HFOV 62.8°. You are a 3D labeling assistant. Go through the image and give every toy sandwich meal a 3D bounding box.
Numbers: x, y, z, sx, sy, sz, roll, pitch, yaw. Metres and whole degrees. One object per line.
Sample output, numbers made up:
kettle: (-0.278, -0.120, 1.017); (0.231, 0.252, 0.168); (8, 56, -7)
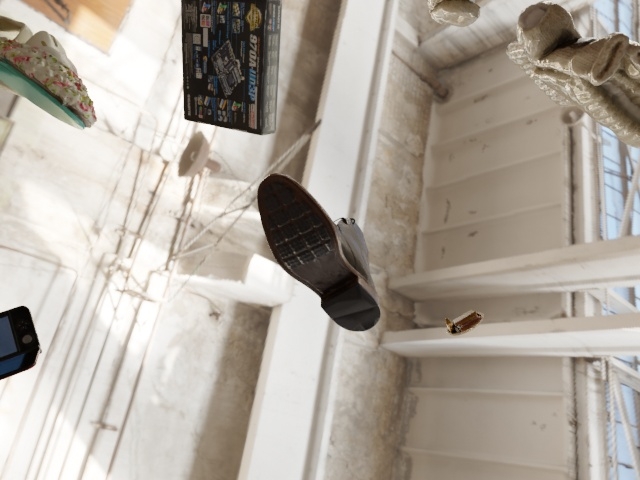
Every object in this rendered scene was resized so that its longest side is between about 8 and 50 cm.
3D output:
toy sandwich meal: (0.270, 0.151, 0.995); (0.085, 0.029, 0.085); (-30, -177, 2)

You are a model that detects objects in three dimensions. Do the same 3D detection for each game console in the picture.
game console: (-0.500, 0.164, 0.770); (0.124, 0.144, 0.085); (65, -21, 16)

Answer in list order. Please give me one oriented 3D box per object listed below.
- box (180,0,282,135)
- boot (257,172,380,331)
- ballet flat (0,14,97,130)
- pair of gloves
box: (-0.157, -0.305, 0.903); (0.175, 0.051, 0.220); (15, -65, 24)
boot: (0.000, 0.000, 0.626); (0.082, 0.219, 0.106); (-25, -156, 17)
ballet flat: (-0.324, -0.196, 0.558); (0.241, 0.091, 0.077); (26, -107, 14)
pair of gloves: (0.117, -0.141, 0.333); (0.042, 0.240, 0.204); (-51, -165, 16)
